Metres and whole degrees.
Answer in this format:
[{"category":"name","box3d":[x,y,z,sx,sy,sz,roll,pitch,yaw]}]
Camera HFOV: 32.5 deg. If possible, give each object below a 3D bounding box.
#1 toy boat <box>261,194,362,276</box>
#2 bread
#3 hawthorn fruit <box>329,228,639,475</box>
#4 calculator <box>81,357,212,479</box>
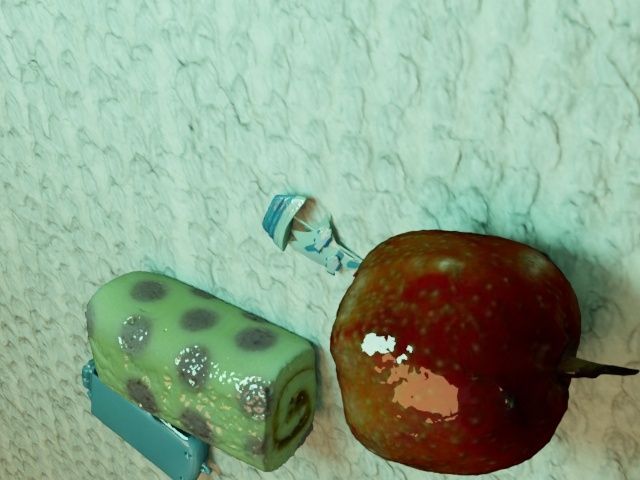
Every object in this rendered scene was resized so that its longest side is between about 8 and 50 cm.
[{"category":"toy boat","box3d":[-0.010,0.001,1.328,0.149,0.034,0.105,42,143,-15]},{"category":"bread","box3d":[-0.172,0.179,1.546,0.338,0.155,0.187,23,133,31]},{"category":"hawthorn fruit","box3d":[0.163,0.115,1.086,0.300,0.254,0.254,6,130,23]},{"category":"calculator","box3d":[-0.301,0.311,1.893,0.293,0.051,0.173,35,142,15]}]
